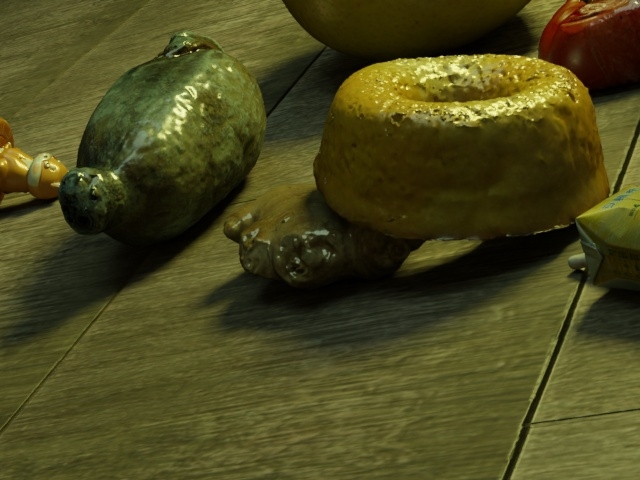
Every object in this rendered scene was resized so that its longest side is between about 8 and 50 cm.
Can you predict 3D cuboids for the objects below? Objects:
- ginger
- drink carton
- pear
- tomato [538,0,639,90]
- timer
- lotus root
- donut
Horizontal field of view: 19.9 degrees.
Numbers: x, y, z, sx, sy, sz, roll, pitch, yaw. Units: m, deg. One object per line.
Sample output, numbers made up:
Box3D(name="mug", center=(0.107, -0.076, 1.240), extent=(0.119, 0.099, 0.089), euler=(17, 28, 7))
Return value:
Box3D(name="ginger", center=(-0.005, 0.002, 1.616), extent=(0.137, 0.074, 0.213), euler=(-26, 27, -15))
Box3D(name="drink carton", center=(0.251, 0.001, 1.371), extent=(0.084, 0.074, 0.200), euler=(-32, 25, -29))
Box3D(name="pear", center=(0.124, -0.316, 2.120), extent=(0.340, 0.191, 0.386), euler=(-30, 22, -34))
Box3D(name="tomato", center=(0.319, -0.234, 1.867), extent=(0.228, 0.101, 0.228), euler=(-21, 21, 8))
Box3D(name="timer", center=(-0.364, -0.083, 2.133), extent=(0.152, 0.132, 0.132), euler=(10, 29, 13))
Box3D(name="lotus root", center=(-0.157, -0.093, 1.881), extent=(0.175, 0.175, 0.349), euler=(-10, 26, 25))
Box3D(name="donut", center=(0.122, -0.091, 1.596), extent=(0.277, 0.108, 0.277), euler=(-2, 19, 1))
